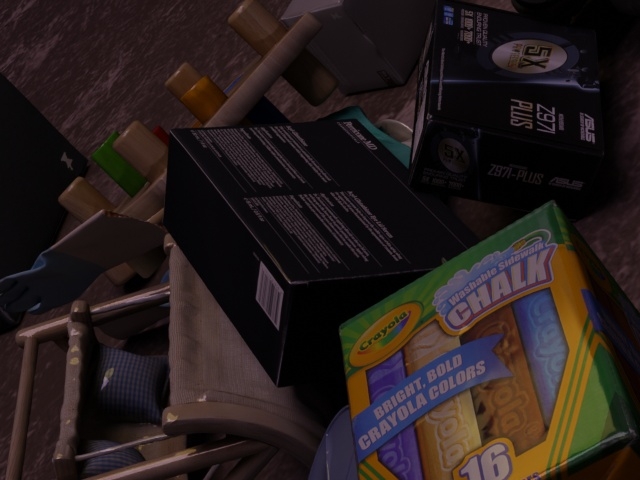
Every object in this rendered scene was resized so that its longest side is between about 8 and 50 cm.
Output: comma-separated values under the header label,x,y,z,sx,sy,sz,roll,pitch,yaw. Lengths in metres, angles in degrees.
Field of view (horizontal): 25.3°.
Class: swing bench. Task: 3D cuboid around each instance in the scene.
label,x,y,z,sx,sy,sz,roll,pitch,yaw
swing bench,-0.125,0.138,1.215,0.254,0.165,0.253,-33,31,15

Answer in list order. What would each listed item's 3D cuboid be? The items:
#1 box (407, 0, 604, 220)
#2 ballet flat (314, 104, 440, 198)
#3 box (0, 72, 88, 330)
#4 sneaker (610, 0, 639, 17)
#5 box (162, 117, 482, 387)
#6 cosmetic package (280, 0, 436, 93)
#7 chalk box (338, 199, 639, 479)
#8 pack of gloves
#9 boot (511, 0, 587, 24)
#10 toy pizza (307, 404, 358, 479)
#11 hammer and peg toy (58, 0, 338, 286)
label,x,y,z,sx,sy,sz,roll,pitch,yaw
box,0.157,-0.115,1.214,0.180,0.147,0.078,-80,3,-47
ballet flat,0.068,-0.077,1.350,0.087,0.083,0.247,-31,31,-11
box,-0.543,-0.008,1.834,0.395,0.212,0.294,-21,36,31
sneaker,0.356,-0.302,1.294,0.286,0.109,0.130,-42,20,-13
box,0.000,0.000,1.176,0.184,0.103,0.261,-7,33,-24
cosmetic package,0.071,-0.288,1.562,0.107,0.127,0.238,-2,47,48
chalk box,0.136,0.115,0.928,0.179,0.180,0.289,-31,33,19
pack of gloves,-0.196,0.054,1.367,0.232,0.195,0.046,-27,58,40
boot,0.249,-0.292,1.317,0.083,0.161,0.246,36,88,15
toy pizza,0.020,0.213,1.006,0.201,0.032,0.201,-168,90,-77
hammer and peg toy,-0.144,-0.092,1.466,0.266,0.127,0.361,-52,11,-27
